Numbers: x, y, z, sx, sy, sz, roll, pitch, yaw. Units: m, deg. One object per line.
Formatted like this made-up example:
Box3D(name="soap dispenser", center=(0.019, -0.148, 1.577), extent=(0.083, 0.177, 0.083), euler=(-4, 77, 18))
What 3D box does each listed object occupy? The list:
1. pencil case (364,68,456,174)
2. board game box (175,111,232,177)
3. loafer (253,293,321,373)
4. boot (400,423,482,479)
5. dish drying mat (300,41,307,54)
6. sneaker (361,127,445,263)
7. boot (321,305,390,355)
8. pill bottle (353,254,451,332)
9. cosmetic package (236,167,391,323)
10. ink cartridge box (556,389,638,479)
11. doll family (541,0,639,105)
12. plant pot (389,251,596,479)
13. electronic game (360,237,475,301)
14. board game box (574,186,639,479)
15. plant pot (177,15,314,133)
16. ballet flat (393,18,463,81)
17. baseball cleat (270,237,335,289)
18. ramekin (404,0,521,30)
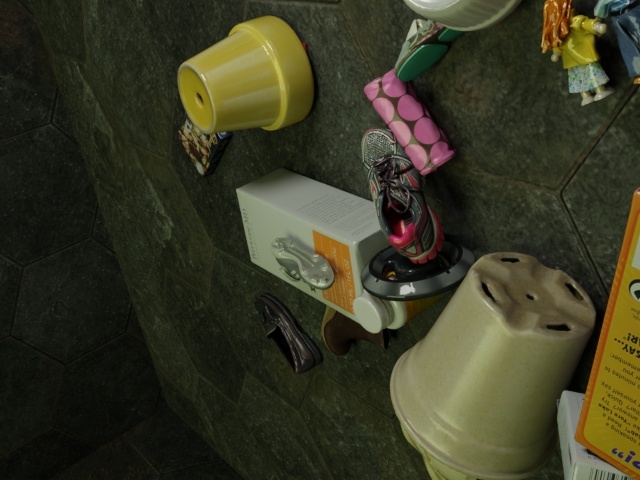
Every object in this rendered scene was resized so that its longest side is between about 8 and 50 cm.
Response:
Box3D(name="pencil case", center=(0.174, -0.225, 1.288), extent=(0.095, 0.098, 0.209), euler=(-32, 86, 15))
Box3D(name="board game box", center=(-0.351, -0.313, 2.033), extent=(0.165, 0.042, 0.243), euler=(56, 149, 8))
Box3D(name="loafer", center=(-0.124, 0.291, 2.137), extent=(0.302, 0.095, 0.109), euler=(45, 146, 25))
Box3D(name="boot", center=(0.316, 0.504, 1.663), extent=(0.203, 0.095, 0.262), euler=(-15, 104, 59))
Box3D(name="dish drying mat", center=(-0.037, -0.404, 1.530), extent=(0.032, 0.008, 0.083), euler=(25, 134, 46))
Box3D(name="sneaker", center=(0.149, -0.103, 1.319), extent=(0.121, 0.112, 0.299), euler=(-34, 59, 23))
Box3D(name="boot", center=(0.096, 0.239, 1.776), extent=(0.207, 0.090, 0.249), euler=(31, 134, 44))
Box3D(name="pill bottle", center=(0.173, 0.108, 1.434), extent=(0.117, 0.215, 0.117), euler=(35, 141, 35))
Box3D(name="cosmetic package", center=(0.000, 0.000, 1.656), extent=(0.453, 0.161, 0.230), euler=(25, 134, 46))
Box3D(name="ink cartridge box", center=(0.498, 0.288, 0.927), extent=(0.324, 0.330, 0.072), euler=(9, 103, 14))
Box3D(name="doll family", center=(0.385, -0.281, 0.899), extent=(0.263, 0.118, 0.163), euler=(-14, 102, 59))
Box3D(name="plant pot", center=(0.327, 0.201, 1.231), extent=(0.334, 0.333, 0.306), euler=(40, 132, 31))
Box3D(name="electronic game", center=(0.191, 0.055, 1.350), extent=(0.229, 0.229, 0.048), euler=(16, 129, 50))
Box3D(name="board game box", center=(0.550, 0.101, 0.723), extent=(0.356, 0.356, 0.356), euler=(31, 135, 40))
Box3D(name="plant pot", center=(-0.182, -0.355, 1.549), extent=(0.254, 0.239, 0.254), euler=(40, 144, 37))
Box3D(name="ballet flat", center=(0.197, -0.362, 1.170), extent=(0.221, 0.076, 0.079), euler=(-37, 65, 54))
Box3D(name="baseball cleat", center=(-0.032, 0.066, 1.549), extent=(0.206, 0.072, 0.109), euler=(39, 157, 39))
Box3D(name="ramekin", center=(0.203, -0.419, 1.006), extent=(0.207, 0.109, 0.207), euler=(12, 107, 42))
